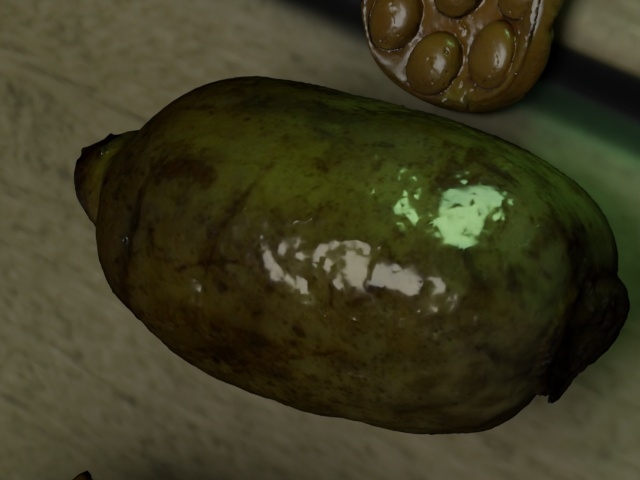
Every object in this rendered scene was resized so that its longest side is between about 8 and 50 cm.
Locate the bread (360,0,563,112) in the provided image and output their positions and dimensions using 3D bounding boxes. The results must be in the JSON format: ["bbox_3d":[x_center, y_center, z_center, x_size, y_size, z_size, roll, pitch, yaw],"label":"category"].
[{"bbox_3d":[0.060,-0.108,0.813,0.110,0.024,0.110,2,93,38],"label":"bread"}]

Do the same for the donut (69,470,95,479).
[{"bbox_3d":[-0.176,0.314,0.849,0.377,0.163,0.435,-139,55,-61],"label":"donut"}]

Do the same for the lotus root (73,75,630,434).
[{"bbox_3d":[0.000,0.000,0.790,0.260,0.145,0.128,19,114,31],"label":"lotus root"}]
